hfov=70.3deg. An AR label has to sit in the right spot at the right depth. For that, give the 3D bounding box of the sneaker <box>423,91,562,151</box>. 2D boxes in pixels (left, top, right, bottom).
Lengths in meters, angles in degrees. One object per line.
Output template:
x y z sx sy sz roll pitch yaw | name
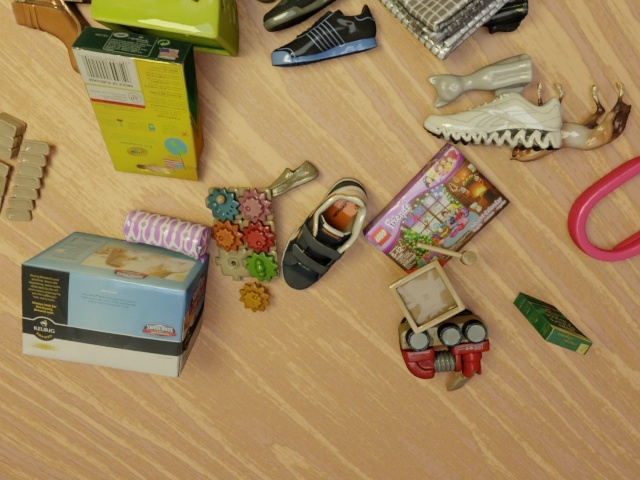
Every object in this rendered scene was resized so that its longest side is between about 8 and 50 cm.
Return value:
0.376 -0.263 0.995 0.293 0.110 0.118 6 101 8 | sneaker

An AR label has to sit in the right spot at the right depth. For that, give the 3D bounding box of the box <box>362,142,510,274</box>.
0.274 -0.057 1.097 0.201 0.057 0.293 40 105 -12 | box

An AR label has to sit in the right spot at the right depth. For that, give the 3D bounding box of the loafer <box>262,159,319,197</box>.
-0.078 -0.144 1.069 0.148 0.056 0.050 -24 105 0 | loafer

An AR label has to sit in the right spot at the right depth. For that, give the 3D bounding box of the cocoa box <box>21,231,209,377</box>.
-0.464 0.140 1.069 0.348 0.231 0.227 10 108 -4 | cocoa box

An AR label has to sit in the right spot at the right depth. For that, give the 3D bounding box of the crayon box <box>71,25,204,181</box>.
-0.361 -0.267 0.954 0.203 0.081 0.318 8 144 -4 | crayon box

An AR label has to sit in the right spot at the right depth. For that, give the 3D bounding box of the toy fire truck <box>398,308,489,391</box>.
0.324 0.315 1.195 0.217 0.158 0.246 -8 99 2 | toy fire truck

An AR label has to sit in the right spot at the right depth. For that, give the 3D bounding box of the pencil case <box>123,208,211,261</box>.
-0.362 -0.013 1.083 0.206 0.086 0.088 15 116 6 | pencil case

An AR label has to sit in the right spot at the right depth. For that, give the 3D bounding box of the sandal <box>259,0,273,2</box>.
-0.142 -0.593 0.906 0.090 0.060 0.219 -16 109 5 | sandal

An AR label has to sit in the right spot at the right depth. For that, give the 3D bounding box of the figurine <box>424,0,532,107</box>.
0.327 -0.402 0.971 0.210 0.092 0.214 -9 110 11 | figurine

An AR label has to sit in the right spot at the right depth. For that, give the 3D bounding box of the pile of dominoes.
-0.750 -0.171 1.075 0.196 0.040 0.251 26 115 -10 | pile of dominoes

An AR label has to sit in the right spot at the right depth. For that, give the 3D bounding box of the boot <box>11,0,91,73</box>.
-0.561 -0.449 0.953 0.153 0.073 0.197 1 100 0 | boot

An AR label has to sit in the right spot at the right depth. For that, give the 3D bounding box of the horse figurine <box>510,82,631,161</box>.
0.575 -0.263 1.024 0.264 0.066 0.174 1 103 2 | horse figurine

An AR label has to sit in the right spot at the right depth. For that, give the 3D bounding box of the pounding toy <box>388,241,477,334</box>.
0.269 0.087 1.068 0.206 0.094 0.181 -30 82 9 | pounding toy

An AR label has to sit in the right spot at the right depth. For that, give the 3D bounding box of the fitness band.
0.748 -0.074 1.097 0.291 0.054 0.209 -38 105 11 | fitness band

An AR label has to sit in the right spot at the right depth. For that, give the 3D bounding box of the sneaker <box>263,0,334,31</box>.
-0.037 -0.526 0.920 0.228 0.087 0.130 -32 105 7 | sneaker

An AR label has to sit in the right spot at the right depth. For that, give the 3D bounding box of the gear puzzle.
-0.189 0.034 1.108 0.176 0.044 0.338 3 115 15 | gear puzzle

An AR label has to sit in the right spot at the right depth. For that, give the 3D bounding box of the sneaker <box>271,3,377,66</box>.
0.003 -0.429 0.959 0.233 0.081 0.090 -13 106 -3 | sneaker

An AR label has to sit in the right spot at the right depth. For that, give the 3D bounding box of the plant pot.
-0.272 -0.486 0.863 0.229 0.227 0.207 9 103 -3 | plant pot

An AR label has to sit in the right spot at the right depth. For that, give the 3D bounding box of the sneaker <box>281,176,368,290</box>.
0.000 0.000 1.082 0.126 0.127 0.321 27 108 -11 | sneaker

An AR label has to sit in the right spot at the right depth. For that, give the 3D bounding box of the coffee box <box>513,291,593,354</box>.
0.568 0.201 1.121 0.113 0.184 0.040 22 109 -7 | coffee box

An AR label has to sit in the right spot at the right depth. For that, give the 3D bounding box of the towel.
0.255 -0.532 0.861 0.284 0.121 0.235 -40 78 13 | towel
